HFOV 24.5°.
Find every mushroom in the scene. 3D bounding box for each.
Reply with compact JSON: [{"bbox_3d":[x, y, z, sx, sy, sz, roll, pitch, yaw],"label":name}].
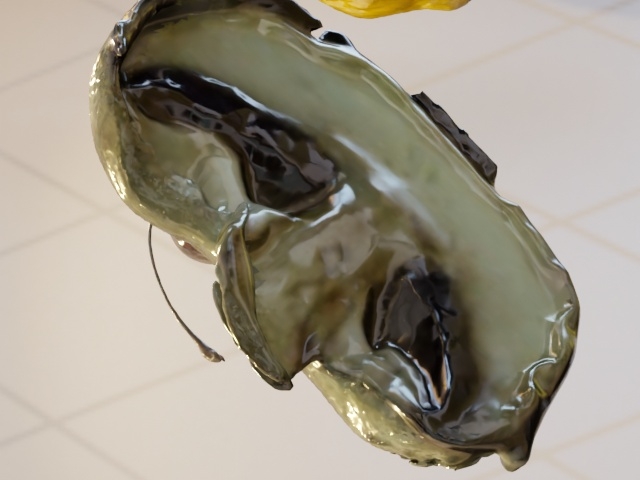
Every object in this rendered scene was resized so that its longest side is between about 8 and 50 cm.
[{"bbox_3d":[-0.002,0.000,0.899,0.247,0.344,0.130,-50,-3,-43],"label":"mushroom"}]

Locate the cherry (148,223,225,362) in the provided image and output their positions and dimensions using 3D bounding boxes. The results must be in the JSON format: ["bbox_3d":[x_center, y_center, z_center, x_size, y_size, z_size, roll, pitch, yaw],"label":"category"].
[{"bbox_3d":[-0.061,-0.023,1.141,0.188,0.115,0.148,57,-155,6],"label":"cherry"}]

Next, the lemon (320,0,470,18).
[{"bbox_3d":[0.013,-0.152,0.538,0.155,0.114,0.114,57,-158,-6],"label":"lemon"}]
